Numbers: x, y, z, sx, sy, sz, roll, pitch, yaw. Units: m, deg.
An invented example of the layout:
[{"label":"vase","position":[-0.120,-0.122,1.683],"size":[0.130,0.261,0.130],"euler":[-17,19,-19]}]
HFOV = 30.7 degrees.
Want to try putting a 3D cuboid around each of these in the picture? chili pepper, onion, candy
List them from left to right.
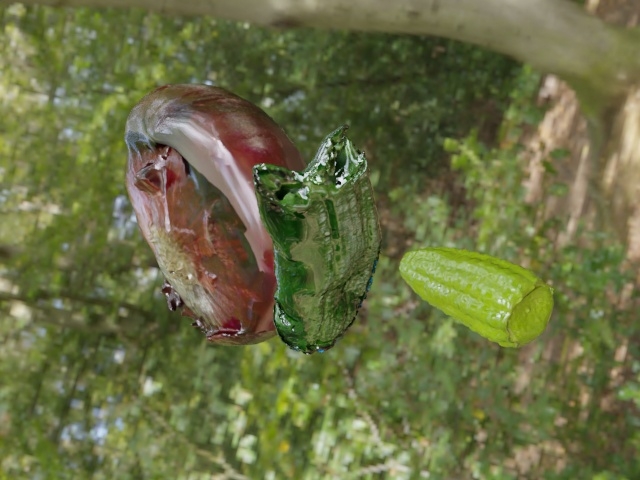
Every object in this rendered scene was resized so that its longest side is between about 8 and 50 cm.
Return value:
[{"label":"onion","position":[-0.077,-0.039,1.159],"size":[0.195,0.272,0.272],"euler":[-25,-38,-30]},{"label":"chili pepper","position":[-0.001,-0.002,0.896],"size":[0.224,0.098,0.061],"euler":[87,166,-46]},{"label":"candy","position":[0.177,0.056,1.400],"size":[0.097,0.209,0.096],"euler":[-20,-59,-39]}]
